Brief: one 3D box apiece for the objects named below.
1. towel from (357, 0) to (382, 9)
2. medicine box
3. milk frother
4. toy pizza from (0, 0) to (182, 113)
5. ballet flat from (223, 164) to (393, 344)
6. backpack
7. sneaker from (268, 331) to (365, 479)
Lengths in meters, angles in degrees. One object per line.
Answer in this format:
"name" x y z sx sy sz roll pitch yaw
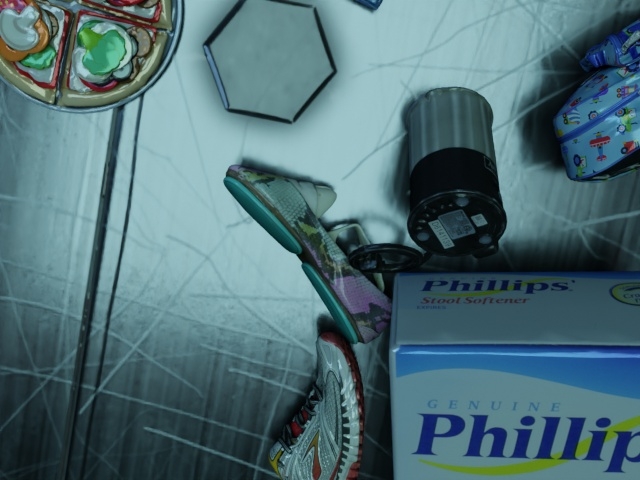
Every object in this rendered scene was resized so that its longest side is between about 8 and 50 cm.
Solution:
"towel" 0.014 -0.269 0.737 0.119 0.029 0.067 26 98 -5
"medicine box" 0.198 0.182 0.713 0.263 0.149 0.290 -1 114 9
"milk frother" 0.093 -0.045 0.732 0.143 0.135 0.129 -5 138 11
"toy pizza" -0.230 -0.219 0.740 0.201 0.032 0.202 0 100 -1
"ballet flat" 0.000 0.000 0.769 0.079 0.077 0.221 -41 103 -13
"backpack" 0.281 -0.129 0.709 0.173 0.158 0.117 -32 91 16
"sneaker" -0.005 0.201 0.789 0.092 0.088 0.226 5 100 -1
